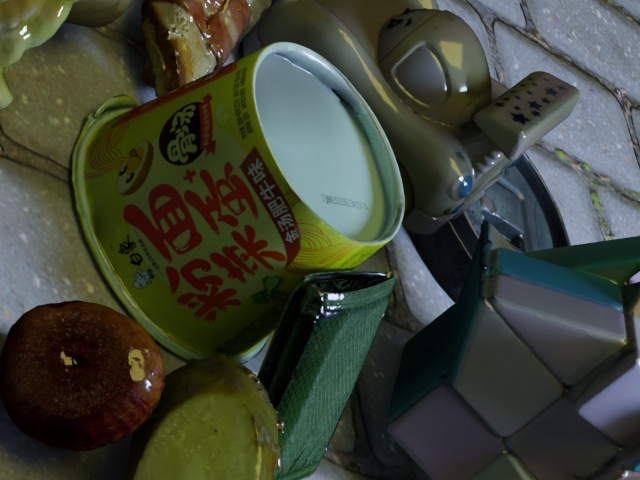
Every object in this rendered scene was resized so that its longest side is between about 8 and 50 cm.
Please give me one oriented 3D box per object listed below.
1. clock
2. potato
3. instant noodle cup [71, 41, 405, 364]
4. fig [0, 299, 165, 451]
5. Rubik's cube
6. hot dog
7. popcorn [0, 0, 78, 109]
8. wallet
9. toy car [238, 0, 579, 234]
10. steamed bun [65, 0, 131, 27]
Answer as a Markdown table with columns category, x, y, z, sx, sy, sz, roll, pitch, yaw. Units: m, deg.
| category | x | y | z | sx | sy | sz | roll | pitch | yaw |
| --- | --- | --- | --- | --- | --- | --- | --- | --- | --- |
| clock | 0.216 | -0.030 | 2.590 | 0.319 | 0.066 | 0.319 | 36 | 38 | -35 |
| potato | -0.108 | 0.219 | 1.787 | 0.141 | 0.176 | 0.298 | 6 | 34 | 0 |
| instant noodle cup | -0.073 | -0.053 | 2.025 | 0.311 | 0.221 | 0.311 | 38 | 36 | -34 |
| fig | -0.213 | 0.125 | 1.793 | 0.146 | 0.134 | 0.201 | 29 | -6 | 2 |
| Rubik's cube | 0.266 | 0.177 | 2.193 | 0.368 | 0.358 | 0.387 | 46 | 18 | -9 |
| hot dog | -0.147 | -0.251 | 2.219 | 0.123 | 0.093 | 0.261 | 53 | 45 | -28 |
| popcorn | -0.367 | -0.269 | 1.753 | 0.334 | 0.292 | 0.294 | 4 | 42 | -47 |
| wallet | -0.012 | 0.140 | 1.973 | 0.055 | 0.236 | 0.160 | 32 | 19 | 28 |
| toy car | 0.106 | -0.201 | 2.358 | 0.336 | 0.226 | 0.242 | 49 | 41 | 3 |
| steamed bun | -0.269 | -0.418 | 2.054 | 0.325 | 0.230 | 0.372 | 46 | 31 | -28 |
